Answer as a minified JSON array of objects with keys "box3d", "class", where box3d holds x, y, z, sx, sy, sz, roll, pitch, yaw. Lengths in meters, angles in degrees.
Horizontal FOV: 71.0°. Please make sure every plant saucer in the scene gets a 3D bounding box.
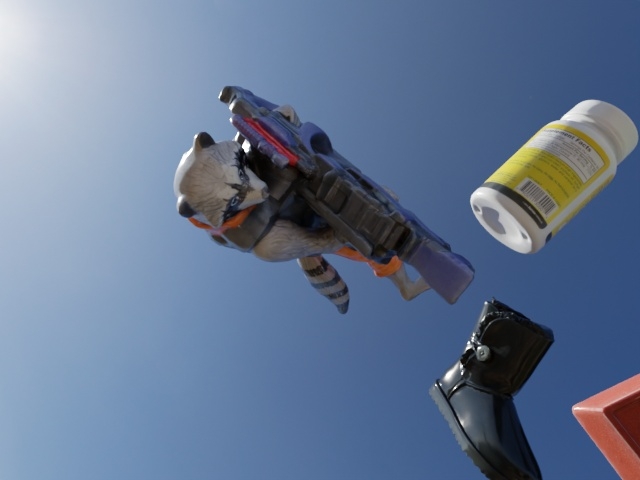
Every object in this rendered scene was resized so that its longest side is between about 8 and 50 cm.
[{"box3d":[0.582,0.309,0.676,0.259,0.259,0.047,-26,-41,-1],"class":"plant saucer"}]

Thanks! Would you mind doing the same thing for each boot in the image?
[{"box3d":[0.281,0.219,0.672,0.094,0.246,0.207,23,-77,-21],"class":"boot"}]

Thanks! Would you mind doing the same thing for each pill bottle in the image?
[{"box3d":[0.326,-0.090,0.629,0.208,0.119,0.119,-42,-95,-4],"class":"pill bottle"}]

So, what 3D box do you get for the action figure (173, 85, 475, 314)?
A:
[{"box3d":[0.000,0.000,0.459,0.178,0.330,0.341,-52,-132,11],"class":"action figure"}]
